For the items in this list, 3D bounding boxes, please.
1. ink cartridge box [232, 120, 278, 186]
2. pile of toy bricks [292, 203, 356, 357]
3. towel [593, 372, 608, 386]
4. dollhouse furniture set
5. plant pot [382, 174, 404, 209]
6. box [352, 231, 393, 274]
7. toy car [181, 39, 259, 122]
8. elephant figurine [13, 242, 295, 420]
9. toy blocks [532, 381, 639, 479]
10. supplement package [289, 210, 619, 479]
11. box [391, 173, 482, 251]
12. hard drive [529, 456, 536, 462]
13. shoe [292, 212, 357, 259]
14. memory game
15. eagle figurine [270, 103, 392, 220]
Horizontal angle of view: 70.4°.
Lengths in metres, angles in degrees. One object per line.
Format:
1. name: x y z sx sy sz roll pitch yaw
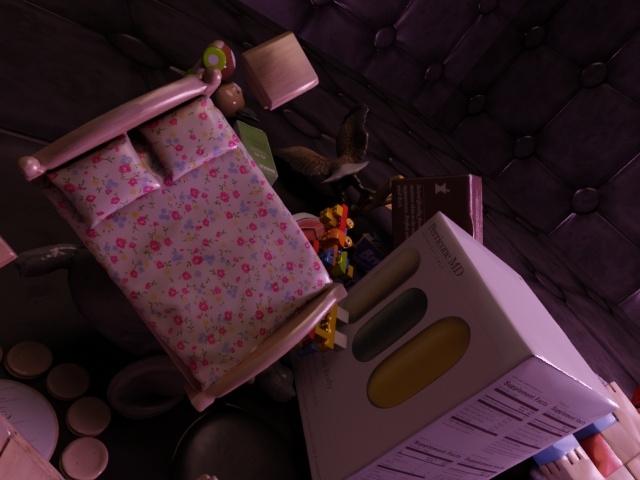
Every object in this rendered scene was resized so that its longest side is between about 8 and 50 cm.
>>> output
1. ink cartridge box: -0.134 -0.110 0.803 0.062 0.109 0.209 19 33 -32
2. pile of toy bricks: -0.030 0.035 0.559 0.105 0.118 0.212 34 44 -29
3. towel: 0.385 0.187 0.917 0.324 0.056 0.312 33 4 -26
4. dollhouse furniture set: -0.056 0.060 0.269 0.303 0.356 0.174 57 -21 -13
5. plant pot: 0.223 -0.139 1.313 0.081 0.083 0.081 33 27 -12
6. box: 0.137 0.061 0.926 0.169 0.059 0.054 47 26 17
7. toy car: -0.214 -0.348 1.057 0.188 0.149 0.155 39 14 -25
8. elephant figurine: -0.138 0.099 0.458 0.186 0.239 0.169 20 37 22
9. toy blocks: 0.466 0.348 0.694 0.382 0.190 0.260 -11 57 -27
10. supplement package: 0.130 0.151 0.528 0.198 0.263 0.199 31 27 -34
11. box: 0.249 -0.033 0.912 0.143 0.191 0.381 -1 6 20
12. hard drive: 0.343 0.273 0.850 0.339 0.064 0.237 32 28 -13
13. shoe: 0.000 0.000 0.845 0.081 0.063 0.178 47 24 28
14. memory game: -0.259 0.153 0.352 0.186 0.012 0.186 30 28 -18
15. eagle figurine: 0.032 -0.176 1.038 0.226 0.225 0.298 -6 61 -41
